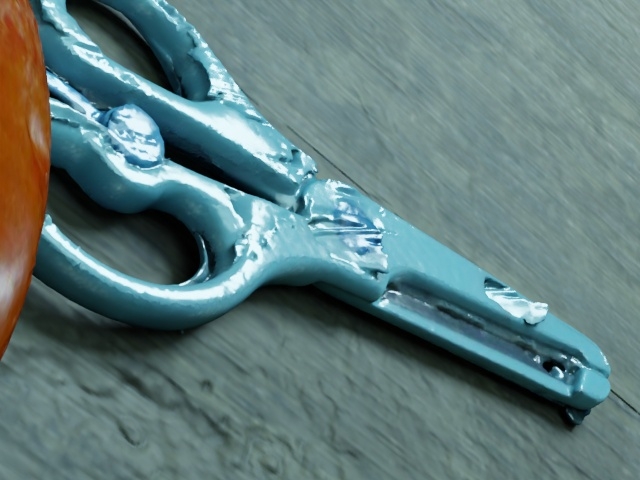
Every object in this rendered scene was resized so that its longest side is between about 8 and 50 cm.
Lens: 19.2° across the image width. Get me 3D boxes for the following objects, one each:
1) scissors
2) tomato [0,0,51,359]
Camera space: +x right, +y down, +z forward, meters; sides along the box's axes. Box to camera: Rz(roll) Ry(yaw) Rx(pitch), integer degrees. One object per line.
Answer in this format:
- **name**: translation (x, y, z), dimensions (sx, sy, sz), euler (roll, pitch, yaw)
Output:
- **scissors**: translation (0.000, 0.000, 0.856), dimensions (0.393, 0.032, 0.180), euler (28, 45, -32)
- **tomato**: translation (-0.176, -0.017, 0.523), dimensions (0.188, 0.232, 0.232), euler (36, 35, -59)
